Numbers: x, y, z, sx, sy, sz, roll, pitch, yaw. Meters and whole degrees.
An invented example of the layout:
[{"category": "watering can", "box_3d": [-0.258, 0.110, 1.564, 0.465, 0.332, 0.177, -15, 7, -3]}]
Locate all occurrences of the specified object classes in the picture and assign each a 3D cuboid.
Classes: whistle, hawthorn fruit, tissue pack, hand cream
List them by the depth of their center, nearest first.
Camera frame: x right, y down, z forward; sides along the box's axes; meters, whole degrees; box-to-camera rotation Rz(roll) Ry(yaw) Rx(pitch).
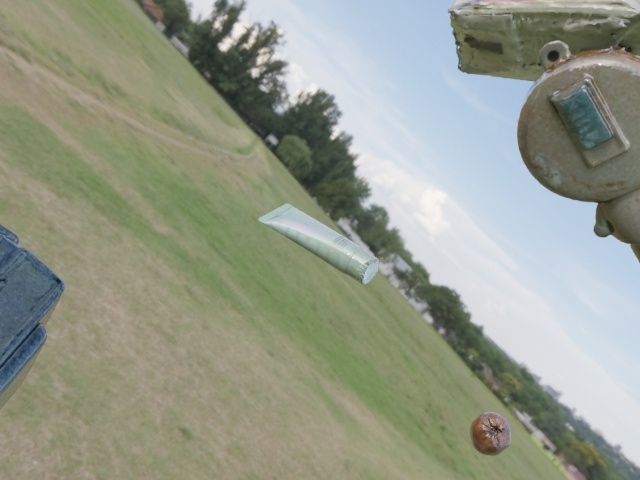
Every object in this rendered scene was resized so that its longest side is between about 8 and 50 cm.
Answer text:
[{"category": "whistle", "box_3d": [0.215, -0.044, 0.434, 0.220, 0.107, 0.057, 56, 30, -10]}, {"category": "tissue pack", "box_3d": [0.340, -0.345, 0.775, 0.242, 0.344, 0.125, 16, -29, 32]}, {"category": "hand cream", "box_3d": [0.000, 0.000, 0.976, 0.205, 0.050, 0.078, 32, 42, 23]}, {"category": "hawthorn fruit", "box_3d": [0.272, 0.321, 1.004, 0.067, 0.067, 0.103, 46, -22, 12]}]

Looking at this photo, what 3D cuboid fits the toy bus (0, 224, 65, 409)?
[{"category": "toy bus", "box_3d": [-0.315, 0.093, 0.447, 0.167, 0.275, 0.138, 35, 39, -9]}]
